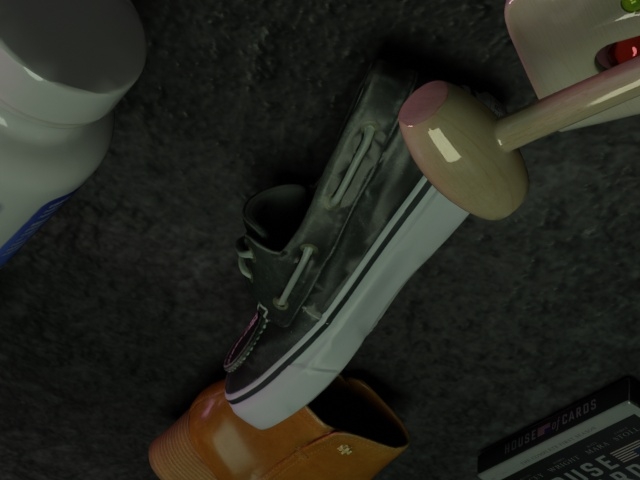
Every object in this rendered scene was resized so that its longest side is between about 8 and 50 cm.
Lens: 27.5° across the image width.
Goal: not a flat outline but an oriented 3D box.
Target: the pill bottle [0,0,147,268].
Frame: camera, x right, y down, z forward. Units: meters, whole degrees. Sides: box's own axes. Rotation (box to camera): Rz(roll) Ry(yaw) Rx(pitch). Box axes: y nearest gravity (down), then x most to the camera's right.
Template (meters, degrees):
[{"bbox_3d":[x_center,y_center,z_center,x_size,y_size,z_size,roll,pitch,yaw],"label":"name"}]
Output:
[{"bbox_3d":[-0.228,-0.069,0.844,0.152,0.152,0.272,32,134,-22],"label":"pill bottle"}]

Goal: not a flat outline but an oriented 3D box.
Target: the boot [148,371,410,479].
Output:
[{"bbox_3d":[0.011,0.218,1.148,0.295,0.104,0.211,38,133,-22],"label":"boot"}]

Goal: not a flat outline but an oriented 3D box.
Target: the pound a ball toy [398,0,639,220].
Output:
[{"bbox_3d":[0.215,-0.112,0.651,0.319,0.208,0.135,-14,133,25],"label":"pound a ball toy"}]

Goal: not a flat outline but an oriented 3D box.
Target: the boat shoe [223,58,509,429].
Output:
[{"bbox_3d":[0.000,0.000,0.915,0.119,0.121,0.335,30,125,-9],"label":"boat shoe"}]

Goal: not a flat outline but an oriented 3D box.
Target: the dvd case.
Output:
[{"bbox_3d":[0.284,0.217,1.140,0.239,0.029,0.179,32,134,-23],"label":"dvd case"}]
